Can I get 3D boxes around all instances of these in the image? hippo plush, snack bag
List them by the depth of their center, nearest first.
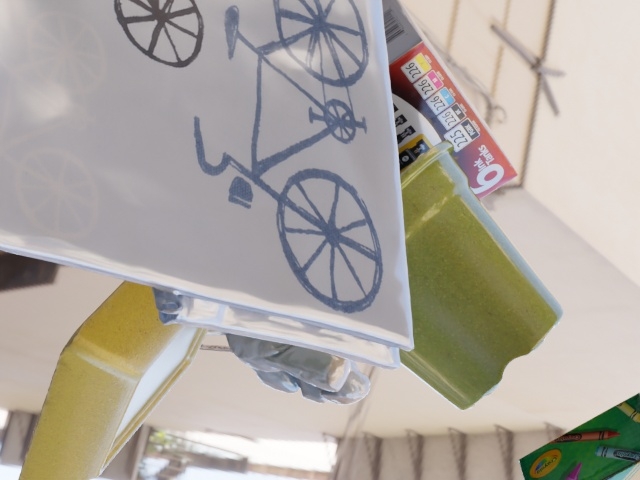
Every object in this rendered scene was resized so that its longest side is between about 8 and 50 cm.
[{"bbox_3d":[-0.079,-0.103,0.618,0.037,0.343,0.323,-25,-120,42],"label":"snack bag"},{"bbox_3d":[-0.031,0.116,1.730,0.294,0.234,0.236,19,-108,9],"label":"hippo plush"}]

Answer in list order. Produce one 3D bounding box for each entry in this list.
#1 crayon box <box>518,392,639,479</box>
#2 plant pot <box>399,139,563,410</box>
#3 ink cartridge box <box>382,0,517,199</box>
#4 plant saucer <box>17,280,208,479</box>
[{"bbox_3d":[0.379,0.300,1.236,0.165,0.278,0.081,-36,-142,23],"label":"crayon box"},{"bbox_3d":[0.150,0.062,1.319,0.254,0.276,0.276,46,-78,7],"label":"plant pot"},{"bbox_3d":[0.079,-0.137,1.473,0.272,0.309,0.130,-34,-135,13],"label":"ink cartridge box"},{"bbox_3d":[-0.217,0.137,1.310,0.081,0.332,0.333,33,-46,4],"label":"plant saucer"}]
